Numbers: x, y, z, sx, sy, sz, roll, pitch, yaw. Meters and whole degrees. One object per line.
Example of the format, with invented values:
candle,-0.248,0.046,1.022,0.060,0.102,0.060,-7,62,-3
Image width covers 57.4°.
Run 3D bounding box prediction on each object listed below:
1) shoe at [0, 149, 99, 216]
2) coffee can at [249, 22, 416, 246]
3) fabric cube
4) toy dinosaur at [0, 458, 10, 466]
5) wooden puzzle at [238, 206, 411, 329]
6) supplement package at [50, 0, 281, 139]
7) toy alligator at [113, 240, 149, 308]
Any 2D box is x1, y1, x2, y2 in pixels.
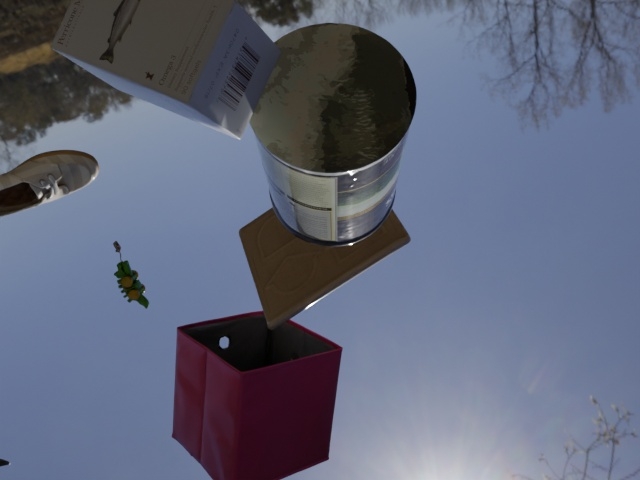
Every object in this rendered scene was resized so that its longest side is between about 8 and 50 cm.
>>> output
shoe,-0.416,-0.066,0.814,0.219,0.076,0.058,-18,-127,-10
coffee can,0.015,-0.126,0.804,0.202,0.201,0.275,-25,163,-6
fabric cube,-0.139,0.320,1.225,0.254,0.258,0.259,-6,-163,-41
toy dinosaur,-0.369,0.151,0.457,0.121,0.313,0.160,11,-104,43
wooden puzzle,0.000,0.000,1.223,0.322,0.080,0.347,-33,-141,8
supplement package,-0.151,-0.190,0.581,0.179,0.105,0.105,25,-179,21
toy alligator,-0.495,0.094,1.478,0.051,0.189,0.056,-22,-166,7
